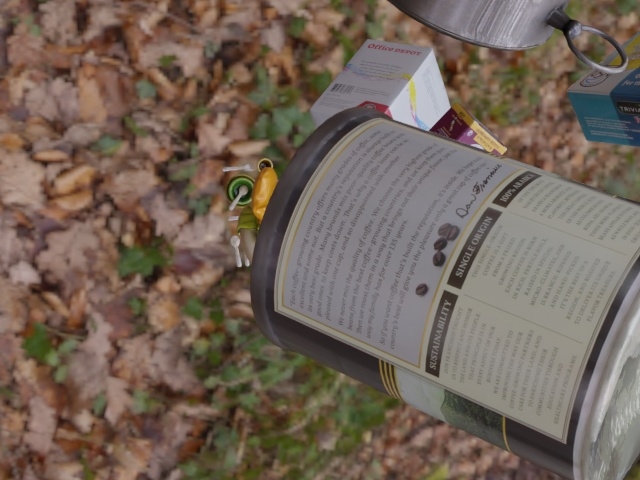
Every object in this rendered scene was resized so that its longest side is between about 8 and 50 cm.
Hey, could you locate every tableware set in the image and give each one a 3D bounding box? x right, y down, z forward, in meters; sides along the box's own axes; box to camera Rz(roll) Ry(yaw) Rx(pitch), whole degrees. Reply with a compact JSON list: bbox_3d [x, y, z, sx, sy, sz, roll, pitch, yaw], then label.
[{"bbox_3d":[-0.080,-0.039,1.682,0.104,0.024,0.154,-8,94,-11],"label":"tableware set"}]

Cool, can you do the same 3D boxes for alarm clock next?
[{"bbox_3d":[0.102,-0.158,0.684,0.129,0.192,0.064,-26,154,-46],"label":"alarm clock"}]

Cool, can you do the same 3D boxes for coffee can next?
[{"bbox_3d":[0.116,0.036,0.867,0.201,0.275,0.201,-38,139,-42],"label":"coffee can"}]

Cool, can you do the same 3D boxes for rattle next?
[{"bbox_3d":[0.000,0.000,1.441,0.199,0.142,0.130,46,51,7],"label":"rattle"}]

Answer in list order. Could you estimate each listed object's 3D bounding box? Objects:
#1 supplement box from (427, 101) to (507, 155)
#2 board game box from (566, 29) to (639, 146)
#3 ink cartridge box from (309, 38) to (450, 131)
[{"bbox_3d":[0.124,-0.080,1.120,0.055,0.043,0.083,33,106,-37],"label":"supplement box"},{"bbox_3d":[0.494,-0.228,1.378,0.336,0.254,0.079,-39,117,-20],"label":"board game box"},{"bbox_3d":[0.095,-0.202,1.817,0.176,0.128,0.127,-53,140,-27],"label":"ink cartridge box"}]
